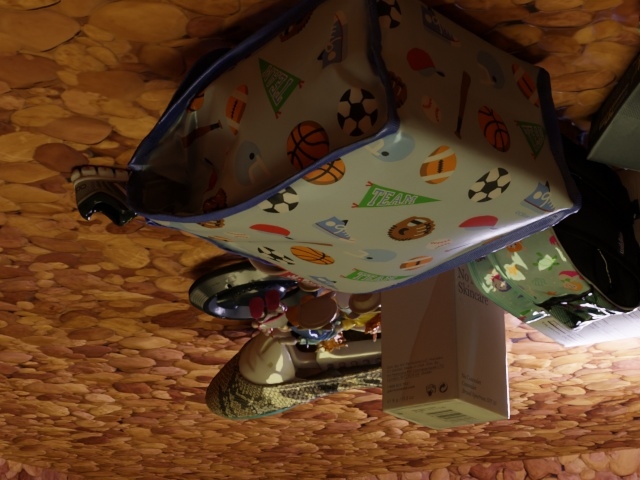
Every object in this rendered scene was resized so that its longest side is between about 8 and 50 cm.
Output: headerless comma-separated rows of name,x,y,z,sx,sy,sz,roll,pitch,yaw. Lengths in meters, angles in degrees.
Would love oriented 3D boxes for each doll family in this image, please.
doll family,0.020,0.119,2.157,0.263,0.118,0.163,-25,157,10

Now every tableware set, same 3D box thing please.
tableware set,0.030,0.069,2.037,0.141,0.169,0.020,-16,132,13

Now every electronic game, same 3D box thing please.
electronic game,-0.100,0.077,2.221,0.229,0.048,0.229,-8,160,-3

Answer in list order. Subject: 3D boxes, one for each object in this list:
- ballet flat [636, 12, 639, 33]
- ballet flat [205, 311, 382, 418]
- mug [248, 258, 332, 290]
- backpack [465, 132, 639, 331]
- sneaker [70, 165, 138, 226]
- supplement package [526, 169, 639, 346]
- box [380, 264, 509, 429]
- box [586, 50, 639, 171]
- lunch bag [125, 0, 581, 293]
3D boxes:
ballet flat,0.434,-0.223,1.355,0.241,0.077,0.091,-13,156,30
ballet flat,0.009,0.199,2.458,0.482,0.164,0.182,-9,138,8
mug,-0.002,0.010,1.951,0.150,0.113,0.169,-9,162,27
backpack,0.278,-0.020,1.706,0.191,0.225,0.253,-17,151,27
sneaker,-0.247,-0.052,1.819,0.170,0.075,0.063,4,160,-13
supplement package,0.393,0.026,1.871,0.203,0.194,0.149,-11,157,30
box,0.167,0.088,1.869,0.121,0.311,0.148,-14,157,34
box,0.425,-0.140,1.567,0.183,0.059,0.233,13,159,-2
lunch bag,0.023,-0.088,1.491,0.327,0.239,0.385,20,142,-41
